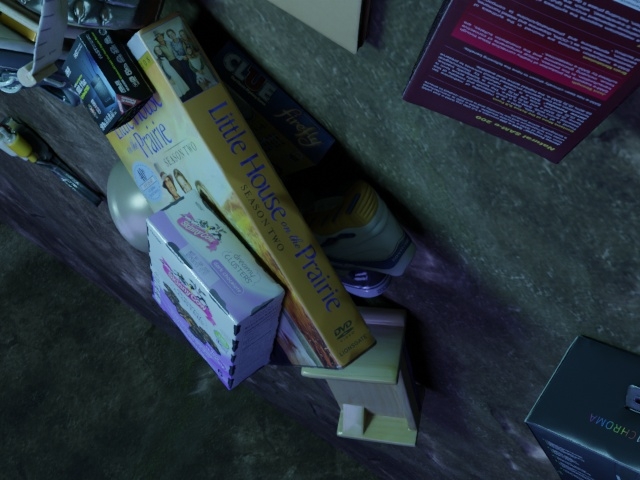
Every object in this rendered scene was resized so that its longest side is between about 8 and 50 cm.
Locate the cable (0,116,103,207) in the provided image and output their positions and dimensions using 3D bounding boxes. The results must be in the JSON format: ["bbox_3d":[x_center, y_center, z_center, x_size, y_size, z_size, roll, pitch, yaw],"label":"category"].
[{"bbox_3d":[-0.584,-0.159,1.957,0.139,0.072,0.287,24,160,50],"label":"cable"}]

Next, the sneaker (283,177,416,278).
[{"bbox_3d":[0.000,0.000,1.204,0.131,0.111,0.296,44,162,-26],"label":"sneaker"}]

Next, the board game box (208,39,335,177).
[{"bbox_3d":[-0.100,-0.142,1.140,0.165,0.042,0.243,42,162,-16],"label":"board game box"}]

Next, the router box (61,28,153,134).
[{"bbox_3d":[-0.236,-0.175,1.031,0.092,0.038,0.122,59,156,-6],"label":"router box"}]

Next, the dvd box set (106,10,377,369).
[{"bbox_3d":[-0.123,-0.037,1.126,0.420,0.062,0.308,60,156,-9],"label":"dvd box set"}]

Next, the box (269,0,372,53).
[{"bbox_3d":[-0.043,-0.255,0.782,0.201,0.021,0.164,34,162,10],"label":"box"}]

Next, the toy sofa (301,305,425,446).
[{"bbox_3d":[0.086,0.205,1.560,0.150,0.177,0.362,5,153,14],"label":"toy sofa"}]

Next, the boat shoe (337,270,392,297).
[{"bbox_3d":[-0.006,0.016,1.315,0.229,0.080,0.076,21,151,38],"label":"boat shoe"}]

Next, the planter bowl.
[{"bbox_3d":[-0.223,-0.069,1.409,0.109,0.162,0.162,-16,131,35],"label":"planter bowl"}]

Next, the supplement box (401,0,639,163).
[{"bbox_3d":[0.145,-0.141,0.595,0.130,0.073,0.239,23,162,-2],"label":"supplement box"}]

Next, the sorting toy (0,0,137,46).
[{"bbox_3d":[-0.323,-0.264,1.094,0.208,0.038,0.193,27,-164,21],"label":"sorting toy"}]

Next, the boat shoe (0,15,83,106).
[{"bbox_3d":[-0.355,-0.209,1.127,0.116,0.099,0.319,31,-168,7],"label":"boat shoe"}]

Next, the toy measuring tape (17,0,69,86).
[{"bbox_3d":[-0.269,-0.293,0.837,0.121,0.121,0.330,34,133,9],"label":"toy measuring tape"}]

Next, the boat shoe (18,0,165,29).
[{"bbox_3d":[-0.293,-0.309,0.992,0.324,0.122,0.120,27,-167,18],"label":"boat shoe"}]

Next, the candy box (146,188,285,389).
[{"bbox_3d":[-0.126,0.061,1.093,0.165,0.070,0.196,47,155,18],"label":"candy box"}]

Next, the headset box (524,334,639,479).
[{"bbox_3d":[0.398,0.256,1.075,0.246,0.131,0.283,20,156,43],"label":"headset box"}]
